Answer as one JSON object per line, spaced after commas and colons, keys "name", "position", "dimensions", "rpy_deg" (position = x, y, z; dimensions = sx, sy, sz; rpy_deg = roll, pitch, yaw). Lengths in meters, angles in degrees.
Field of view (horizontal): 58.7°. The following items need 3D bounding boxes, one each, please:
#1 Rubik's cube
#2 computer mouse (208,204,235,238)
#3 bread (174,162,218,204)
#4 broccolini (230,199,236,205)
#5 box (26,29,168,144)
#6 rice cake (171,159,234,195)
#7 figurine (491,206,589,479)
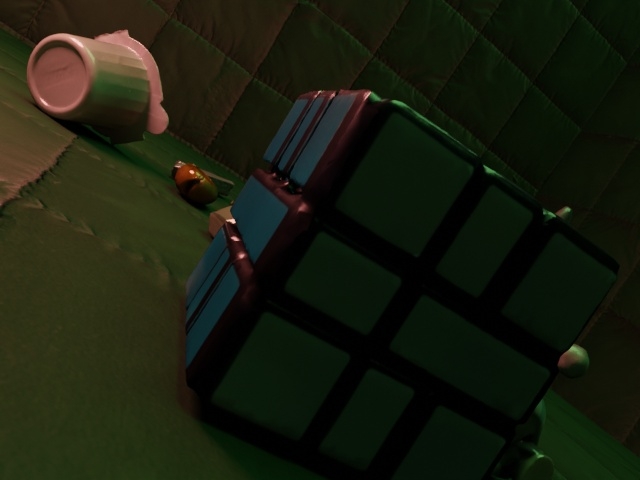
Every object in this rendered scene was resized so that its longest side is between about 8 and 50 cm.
{"name": "Rubik's cube", "position": [0.050, 0.042, 0.575], "dimensions": [0.293, 0.283, 0.288], "rpy_deg": [29, 6, -17]}
{"name": "computer mouse", "position": [-0.017, 0.036, 1.132], "dimensions": [0.429, 0.145, 0.228], "rpy_deg": [33, 2, -12]}
{"name": "bread", "position": [-0.301, -0.132, 1.371], "dimensions": [0.114, 0.077, 0.189], "rpy_deg": [53, 1, -7]}
{"name": "broccolini", "position": [-0.233, -0.099, 1.672], "dimensions": [0.254, 0.057, 0.071], "rpy_deg": [-127, -157, -69]}
{"name": "box", "position": [-0.516, -0.342, 1.305], "dimensions": [0.291, 0.262, 0.206], "rpy_deg": [43, 18, 8]}
{"name": "rice cake", "position": [-0.344, -0.178, 1.689], "dimensions": [0.072, 0.056, 0.365], "rpy_deg": [28, 3, 9]}
{"name": "figurine", "position": [0.246, 0.098, 0.816], "dimensions": [0.266, 0.378, 0.361], "rpy_deg": [32, 3, -24]}
